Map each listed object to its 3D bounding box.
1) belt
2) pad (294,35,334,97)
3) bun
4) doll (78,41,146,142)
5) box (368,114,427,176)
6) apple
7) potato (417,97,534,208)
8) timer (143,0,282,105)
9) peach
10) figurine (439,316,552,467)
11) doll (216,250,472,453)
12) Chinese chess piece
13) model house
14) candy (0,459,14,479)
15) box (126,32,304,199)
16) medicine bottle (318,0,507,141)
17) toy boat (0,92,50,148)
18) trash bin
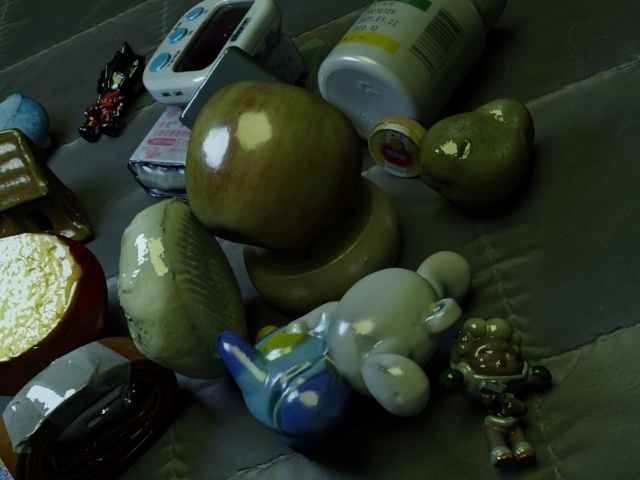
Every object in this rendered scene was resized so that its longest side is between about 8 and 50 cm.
[{"bbox_3d":[-0.331,0.248,1.477,0.261,0.184,0.105,-30,38,-23],"label":"belt"},{"bbox_3d":[-0.022,-0.314,2.017,0.163,0.004,0.243,-35,39,-6],"label":"pad"},{"bbox_3d":[-0.210,0.080,1.499,0.146,0.287,0.287,-21,40,8],"label":"bun"},{"bbox_3d":[-0.443,-0.321,2.235,0.127,0.088,0.249,4,57,8],"label":"doll"},{"bbox_3d":[0.130,-0.152,1.672,0.105,0.105,0.037,5,45,36],"label":"box"},{"bbox_3d":[-0.069,-0.103,1.496,0.257,0.257,0.234,8,81,37],"label":"apple"},{"bbox_3d":[0.241,-0.137,1.554,0.194,0.157,0.157,-45,41,-19],"label":"potato"},{"bbox_3d":[-0.197,-0.352,1.927,0.237,0.087,0.262,4,53,37],"label":"timer"},{"bbox_3d":[-0.461,0.107,1.668,0.274,0.249,0.245,-30,0,10],"label":"peach"},{"bbox_3d":[0.217,0.180,1.276,0.147,0.093,0.197,0,40,-14],"label":"figurine"},{"bbox_3d":[0.024,0.159,1.340,0.365,0.376,0.187,-24,83,24],"label":"doll"},{"bbox_3d":[0.000,0.000,1.600,0.251,0.097,0.251,-18,42,17],"label":"Chinese chess piece"},{"bbox_3d":[-0.595,-0.088,1.955,0.268,0.239,0.173,-20,41,12],"label":"model house"},{"bbox_3d":[-0.507,0.395,1.533,0.194,0.062,0.097,-40,39,-12],"label":"candy"},{"bbox_3d":[-0.197,-0.238,1.960,0.190,0.112,0.370,5,51,37],"label":"box"},{"bbox_3d":[0.166,-0.340,1.765,0.208,0.208,0.340,12,55,40],"label":"medicine bottle"},{"bbox_3d":[-0.705,-0.165,2.231,0.330,0.123,0.215,-49,33,-4],"label":"toy boat"},{"bbox_3d":[-0.100,-0.200,1.767,0.177,0.236,0.101,-54,3,15],"label":"trash bin"}]
